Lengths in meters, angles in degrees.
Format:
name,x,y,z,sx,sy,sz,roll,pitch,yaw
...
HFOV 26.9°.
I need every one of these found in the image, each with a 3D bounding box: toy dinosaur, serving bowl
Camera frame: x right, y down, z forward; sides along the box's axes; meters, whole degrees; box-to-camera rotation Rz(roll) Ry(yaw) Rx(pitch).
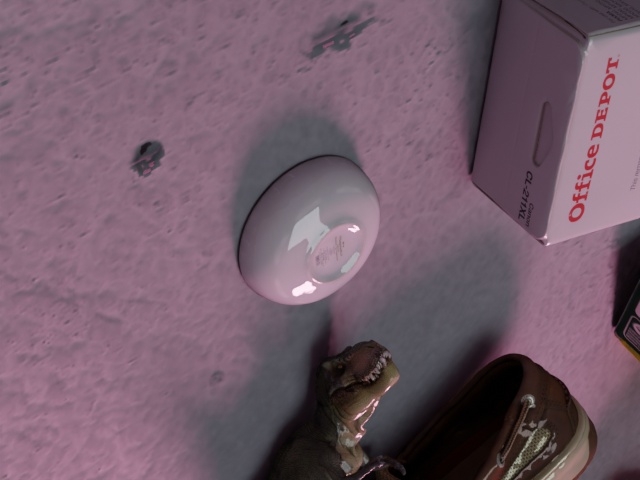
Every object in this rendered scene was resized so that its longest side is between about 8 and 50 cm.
name,x,y,z,sx,sy,sz,roll,pitch,yaw
toy dinosaur,0.001,0.182,0.765,0.268,0.118,0.064,-60,172,14
serving bowl,0.000,0.000,0.675,0.083,0.027,0.083,-25,135,-28

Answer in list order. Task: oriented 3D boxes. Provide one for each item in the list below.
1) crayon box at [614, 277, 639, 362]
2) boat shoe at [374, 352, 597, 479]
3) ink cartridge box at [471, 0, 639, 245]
name,x,y,z,sx,sy,sz,roll,pitch,yaw
crayon box,0.443,0.084,0.905,0.313,0.363,0.106,-35,157,-19
boat shoe,0.054,0.171,0.832,0.257,0.095,0.095,-46,125,-12
ink cartridge box,0.178,-0.085,0.733,0.175,0.072,0.127,-15,130,-27
